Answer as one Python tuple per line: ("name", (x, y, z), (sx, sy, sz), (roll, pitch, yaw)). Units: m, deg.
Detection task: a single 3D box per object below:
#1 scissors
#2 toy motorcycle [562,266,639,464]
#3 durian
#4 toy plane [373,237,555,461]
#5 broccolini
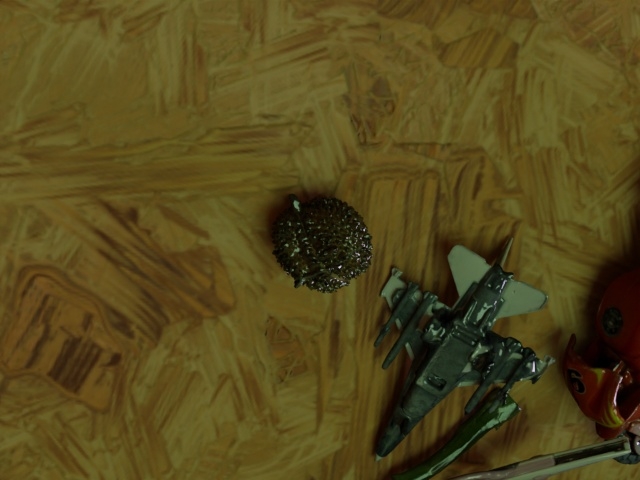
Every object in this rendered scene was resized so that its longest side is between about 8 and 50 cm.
("scissors", (0.190, 0.204, 1.541), (0.176, 0.022, 0.085), (-16, 159, 11))
("toy motorcycle", (0.309, 0.071, 1.537), (0.171, 0.089, 0.298), (13, 109, -30))
("durian", (0.000, 0.000, 1.380), (0.080, 0.080, 0.091), (-30, 113, -7))
("toy plane", (0.106, 0.104, 1.474), (0.160, 0.082, 0.234), (29, 101, -4))
("broccolini", (0.065, 0.212, 1.544), (0.254, 0.071, 0.057), (-40, 87, -9))
